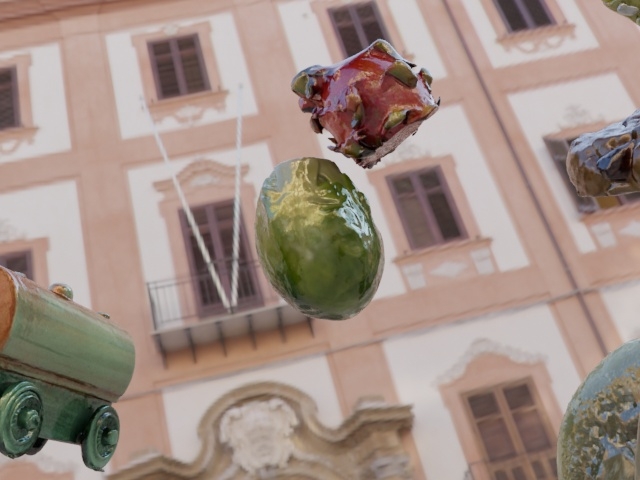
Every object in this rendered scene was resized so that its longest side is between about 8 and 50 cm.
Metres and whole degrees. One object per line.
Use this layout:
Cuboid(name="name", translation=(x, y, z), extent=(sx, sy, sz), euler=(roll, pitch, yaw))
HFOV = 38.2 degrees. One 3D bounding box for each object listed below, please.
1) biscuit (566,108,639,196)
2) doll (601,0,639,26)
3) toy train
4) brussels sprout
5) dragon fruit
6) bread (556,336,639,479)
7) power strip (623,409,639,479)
Cuboid(name="biscuit", translation=(0.352, -0.098, 0.773), extent=(0.296, 0.075, 0.296), euler=(-12, 3, 1))
Cuboid(name="doll", translation=(0.442, -0.316, 1.240), extent=(0.162, 0.106, 0.062), euler=(29, -43, -14))
Cuboid(name="toy train", translation=(-0.276, 0.127, 0.909), extent=(0.116, 0.177, 0.285), euler=(6, -16, 19))
Cuboid(name="brussels sprout", translation=(-0.005, 0.002, 1.029), extent=(0.144, 0.180, 0.161), euler=(-16, -20, 13))
Cuboid(name="dragon fruit", translation=(0.045, -0.154, 1.054), extent=(0.133, 0.208, 0.150), euler=(-20, -55, -38))
Cuboid(name="bread", translation=(0.204, 0.115, 0.563), extent=(0.036, 0.112, 0.193), euler=(5, -39, -42))
Cuboid(name="power strip", translation=(0.152, 0.079, 0.326), extent=(0.028, 0.076, 0.169), euler=(3, 6, -4))
